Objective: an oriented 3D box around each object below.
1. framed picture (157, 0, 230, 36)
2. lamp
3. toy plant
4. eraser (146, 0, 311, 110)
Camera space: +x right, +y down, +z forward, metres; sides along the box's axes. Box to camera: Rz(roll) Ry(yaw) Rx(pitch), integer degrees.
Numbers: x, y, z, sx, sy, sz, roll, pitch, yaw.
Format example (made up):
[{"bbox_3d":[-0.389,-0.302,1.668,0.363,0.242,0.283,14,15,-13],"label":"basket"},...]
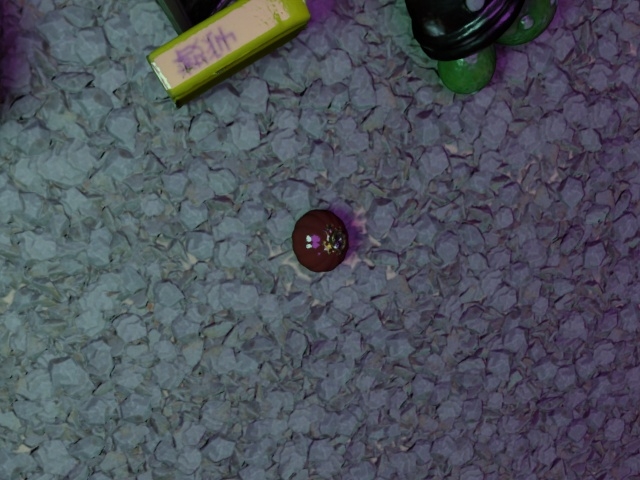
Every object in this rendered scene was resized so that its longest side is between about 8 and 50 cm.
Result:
[{"bbox_3d":[-0.110,-0.364,0.628,0.020,0.324,0.240,40,90,-7],"label":"framed picture"},{"bbox_3d":[0.000,0.000,0.833,0.101,0.090,0.101,7,81,-45],"label":"lamp"},{"bbox_3d":[0.236,-0.343,0.787,0.235,0.175,0.218,31,101,-42],"label":"toy plant"},{"bbox_3d":[-0.126,-0.268,0.727,0.226,0.158,0.069,-33,106,-3],"label":"eraser"}]
